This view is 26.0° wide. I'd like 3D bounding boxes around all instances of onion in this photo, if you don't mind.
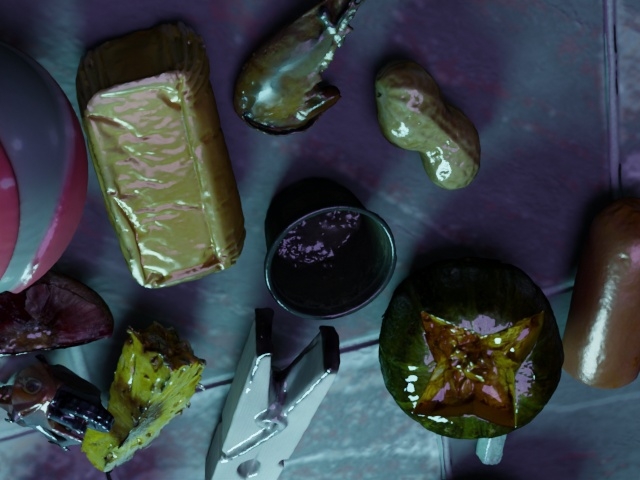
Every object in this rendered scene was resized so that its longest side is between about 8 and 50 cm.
[{"bbox_3d":[-0.346,0.083,1.583,0.206,0.151,0.098,-8,88,-21],"label":"onion"}]

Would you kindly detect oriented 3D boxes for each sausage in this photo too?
[{"bbox_3d":[0.378,0.064,1.770,0.113,0.113,0.259,-3,122,-14],"label":"sausage"}]

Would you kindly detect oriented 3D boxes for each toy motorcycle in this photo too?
[{"bbox_3d":[-0.321,0.185,1.605,0.118,0.212,0.084,31,70,-26],"label":"toy motorcycle"}]

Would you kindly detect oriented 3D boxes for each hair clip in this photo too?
[{"bbox_3d":[-0.068,0.211,1.700,0.101,0.085,0.331,4,140,-17],"label":"hair clip"}]

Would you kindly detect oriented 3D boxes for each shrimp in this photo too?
[{"bbox_3d":[0.007,-0.217,1.520,0.262,0.066,0.117,-39,139,26],"label":"shrimp"}]

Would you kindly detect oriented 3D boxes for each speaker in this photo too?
[{"bbox_3d":[-0.368,-0.075,1.362,0.294,0.294,0.294,-7,122,-12],"label":"speaker"}]

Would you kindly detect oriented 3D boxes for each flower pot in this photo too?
[{"bbox_3d":[0.000,0.000,1.624,0.157,0.107,0.157,-9,125,-12],"label":"flower pot"}]

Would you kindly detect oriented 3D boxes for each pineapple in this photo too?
[{"bbox_3d":[-0.200,0.173,1.662,0.135,0.079,0.233,-26,156,-46],"label":"pineapple"}]

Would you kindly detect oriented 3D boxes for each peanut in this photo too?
[{"bbox_3d":[0.124,-0.128,1.594,0.089,0.089,0.193,-40,122,10],"label":"peanut"}]

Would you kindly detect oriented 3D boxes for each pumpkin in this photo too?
[{"bbox_3d":[0.183,0.132,1.725,0.238,0.159,0.238,2,109,5],"label":"pumpkin"}]

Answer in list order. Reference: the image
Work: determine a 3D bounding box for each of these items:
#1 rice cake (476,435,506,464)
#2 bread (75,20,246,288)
[{"bbox_3d":[0.243,0.213,1.867,0.033,0.033,0.208,-5,121,-25],"label":"rice cake"},{"bbox_3d":[-0.171,-0.082,1.516,0.152,0.119,0.288,-14,122,-4],"label":"bread"}]
